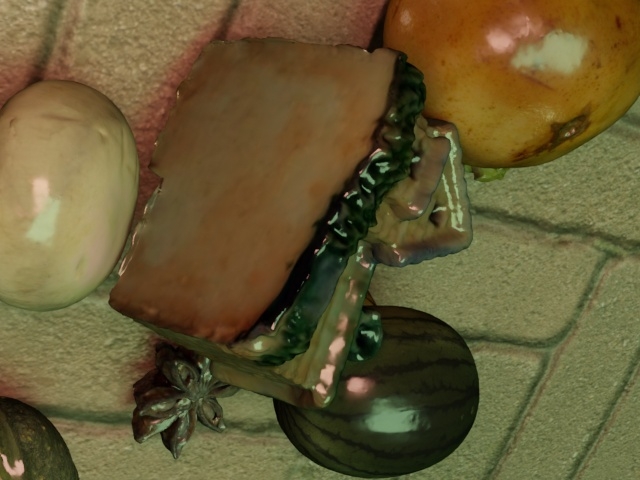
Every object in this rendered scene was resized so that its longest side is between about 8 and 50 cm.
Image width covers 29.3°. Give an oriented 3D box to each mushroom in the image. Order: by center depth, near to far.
[{"bbox_3d":[-0.377,-0.077,1.619,0.315,0.315,0.356,-46,132,3],"label":"mushroom"}]

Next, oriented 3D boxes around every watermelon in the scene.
[{"bbox_3d":[0.101,0.239,1.954,0.359,0.279,0.278,-1,120,-22],"label":"watermelon"}]

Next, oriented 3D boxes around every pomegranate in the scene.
[{"bbox_3d":[0.290,-0.305,1.829,0.417,0.416,0.416,-15,126,-22],"label":"pomegranate"}]

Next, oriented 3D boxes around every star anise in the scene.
[{"bbox_3d":[-0.227,0.237,2.034,0.236,0.109,0.223,-28,140,-35],"label":"star anise"}]

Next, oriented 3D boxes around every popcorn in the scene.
[{"bbox_3d":[0.300,-0.150,2.114,0.109,0.089,0.097,-55,166,22],"label":"popcorn"}]

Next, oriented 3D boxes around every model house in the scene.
[{"bbox_3d":[0.000,0.000,1.719,0.400,0.395,0.445,40,66,-49],"label":"model house"}]

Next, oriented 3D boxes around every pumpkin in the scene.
[{"bbox_3d":[-0.537,0.388,1.845,0.328,0.257,0.291,-17,139,-30],"label":"pumpkin"}]

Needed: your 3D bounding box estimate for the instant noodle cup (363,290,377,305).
[{"bbox_3d":[0.036,0.129,2.108,0.151,0.122,0.151,-15,125,-23],"label":"instant noodle cup"}]
